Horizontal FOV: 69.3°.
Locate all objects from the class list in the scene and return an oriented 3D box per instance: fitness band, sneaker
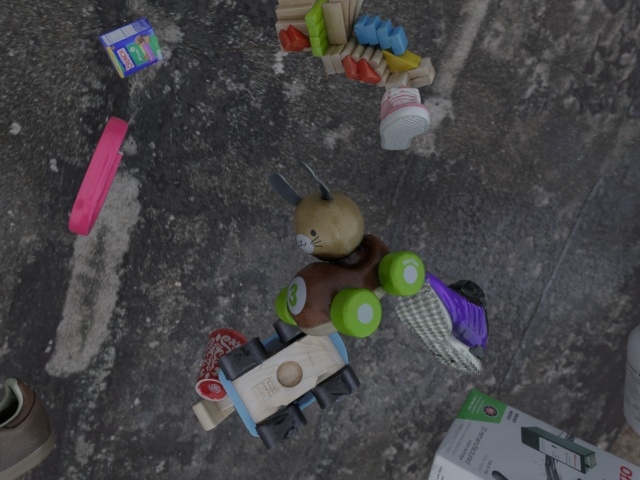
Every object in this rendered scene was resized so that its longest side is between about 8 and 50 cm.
[{"bbox_3d":[-0.523,-0.151,1.101,0.054,0.209,0.290,21,89,-24],"label":"fitness band"},{"bbox_3d":[0.093,-0.151,0.529,0.051,0.134,0.070,4,89,1],"label":"sneaker"},{"bbox_3d":[-0.284,0.165,0.315,0.188,0.066,0.071,-32,116,-59],"label":"sneaker"},{"bbox_3d":[0.238,0.120,0.853,0.146,0.102,0.293,-58,133,-23],"label":"sneaker"}]

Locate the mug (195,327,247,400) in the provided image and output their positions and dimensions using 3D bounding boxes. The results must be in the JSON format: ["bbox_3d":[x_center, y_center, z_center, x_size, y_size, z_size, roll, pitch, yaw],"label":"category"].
[{"bbox_3d":[-0.258,0.350,1.263,0.113,0.169,0.150,-32,115,24],"label":"mug"}]

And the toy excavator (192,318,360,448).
[{"bbox_3d":[-0.141,0.364,1.171,0.433,0.445,0.222,-32,81,-9],"label":"toy excavator"}]

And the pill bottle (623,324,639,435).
[{"bbox_3d":[0.544,0.192,0.705,0.131,0.131,0.229,-18,114,-14],"label":"pill bottle"}]

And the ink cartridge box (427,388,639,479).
[{"bbox_3d":[0.345,0.400,0.752,0.211,0.289,0.121,-25,129,-53],"label":"ink cartridge box"}]

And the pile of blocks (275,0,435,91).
[{"bbox_3d":[0.063,-0.396,0.944,0.363,0.112,0.149,22,144,3],"label":"pile of blocks"}]

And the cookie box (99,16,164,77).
[{"bbox_3d":[-0.412,-0.422,1.016,0.107,0.040,0.091,-32,162,-15],"label":"cookie box"}]

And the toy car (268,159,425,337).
[{"bbox_3d":[0.000,0.000,0.538,0.149,0.155,0.188,-35,105,-29],"label":"toy car"}]
